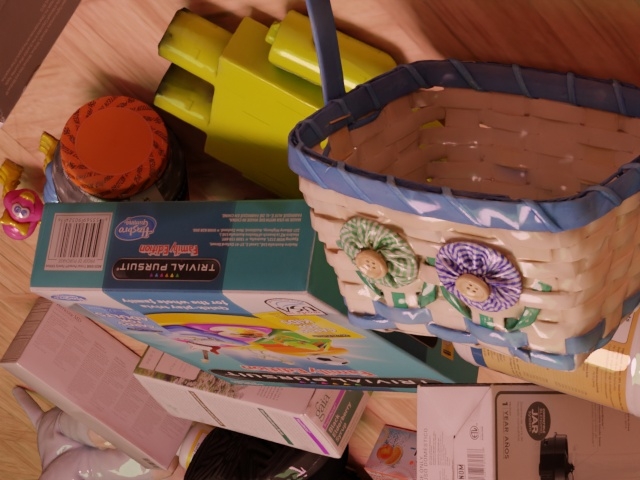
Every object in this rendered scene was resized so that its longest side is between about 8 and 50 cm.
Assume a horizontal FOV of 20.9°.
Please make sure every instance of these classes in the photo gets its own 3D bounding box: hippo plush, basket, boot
[{"bbox_3d":[-0.328,0.335,2.303,0.294,0.236,0.234,29,157,-3],"label":"hippo plush"},{"bbox_3d":[0.110,-0.073,1.096,0.255,0.201,0.289,10,116,34],"label":"basket"},{"bbox_3d":[0.013,0.298,1.999,0.260,0.131,0.348,36,160,-13],"label":"boot"}]

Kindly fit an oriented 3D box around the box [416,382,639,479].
[{"bbox_3d":[0.212,0.196,1.382,0.290,0.169,0.087,3,175,-38],"label":"box"}]

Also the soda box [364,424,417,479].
[{"bbox_3d":[0.142,0.252,1.858,0.183,0.058,0.063,10,150,37],"label":"soda box"}]

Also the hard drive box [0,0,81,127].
[{"bbox_3d":[-0.266,-0.149,1.334,0.089,0.181,0.232,34,155,-14],"label":"hard drive box"}]

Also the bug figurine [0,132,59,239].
[{"bbox_3d":[-0.336,-0.079,1.686,0.279,0.072,0.216,27,156,0],"label":"bug figurine"}]

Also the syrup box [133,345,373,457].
[{"bbox_3d":[-0.071,0.147,1.829,0.237,0.093,0.096,10,150,34],"label":"syrup box"}]

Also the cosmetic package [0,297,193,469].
[{"bbox_3d":[-0.262,0.173,2.084,0.239,0.099,0.060,40,156,-25],"label":"cosmetic package"}]

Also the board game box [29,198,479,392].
[{"bbox_3d":[-0.042,0.055,1.462,0.254,0.079,0.336,0,163,28],"label":"board game box"}]

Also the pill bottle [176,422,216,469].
[{"bbox_3d":[-0.137,0.266,2.176,0.116,0.065,0.065,23,156,12],"label":"pill bottle"}]

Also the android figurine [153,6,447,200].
[{"bbox_3d":[0.001,-0.082,1.338,0.273,0.056,0.248,26,156,5],"label":"android figurine"}]

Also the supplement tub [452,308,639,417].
[{"bbox_3d":[0.209,0.046,1.264,0.200,0.144,0.144,16,154,24],"label":"supplement tub"}]

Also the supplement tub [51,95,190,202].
[{"bbox_3d":[-0.174,-0.042,1.532,0.117,0.117,0.190,24,157,9],"label":"supplement tub"}]

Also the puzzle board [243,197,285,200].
[{"bbox_3d":[0.000,0.000,1.561,0.096,0.011,0.128,4,146,45],"label":"puzzle board"}]
